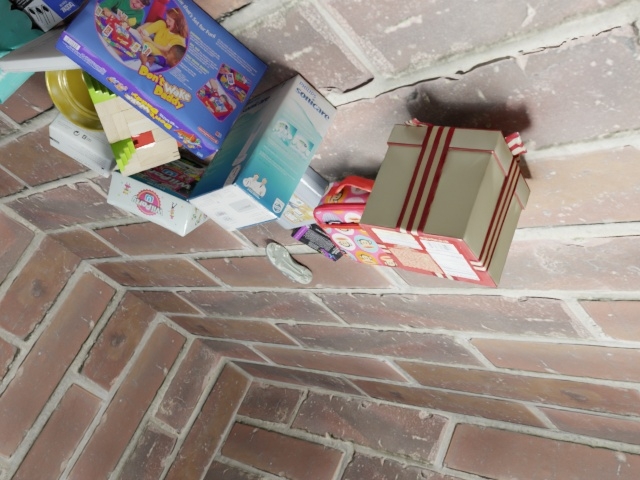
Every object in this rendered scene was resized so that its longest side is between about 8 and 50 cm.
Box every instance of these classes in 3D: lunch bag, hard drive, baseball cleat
[{"bbox_3d":[0.135,-0.052,1.611,0.293,0.120,0.258,2,142,42],"label":"lunch bag"},{"bbox_3d":[-0.538,-0.429,1.489,0.307,0.203,0.040,8,132,36],"label":"hard drive"},{"bbox_3d":[-0.121,0.080,2.246,0.206,0.072,0.109,44,158,-26],"label":"baseball cleat"}]

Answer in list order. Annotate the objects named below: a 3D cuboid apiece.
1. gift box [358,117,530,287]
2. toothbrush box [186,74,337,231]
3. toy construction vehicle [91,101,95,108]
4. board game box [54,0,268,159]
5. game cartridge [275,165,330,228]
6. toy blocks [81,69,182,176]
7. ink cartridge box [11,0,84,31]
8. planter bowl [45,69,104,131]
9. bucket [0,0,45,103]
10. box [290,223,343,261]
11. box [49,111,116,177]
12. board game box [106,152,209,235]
[{"bbox_3d":[0.249,-0.089,1.302,0.255,0.258,0.276,12,160,31],"label":"gift box"},{"bbox_3d":[-0.124,-0.182,1.452,0.126,0.296,0.216,38,153,-26],"label":"toothbrush box"},{"bbox_3d":[-0.566,-0.370,1.774,0.085,0.098,0.035,10,160,-17],"label":"toy construction vehicle"},{"bbox_3d":[-0.300,-0.361,1.346,0.347,0.233,0.078,38,153,-23],"label":"board game box"},{"bbox_3d":[-0.082,-0.119,1.834,0.198,0.062,0.297,34,155,-26],"label":"game cartridge"},{"bbox_3d":[-0.365,-0.297,1.544,0.381,0.261,0.191,96,150,-64],"label":"toy blocks"},{"bbox_3d":[-0.605,-0.540,1.522,0.207,0.046,0.097,-3,143,48],"label":"ink cartridge box"},{"bbox_3d":[-0.561,-0.387,1.693,0.217,0.090,0.217,11,127,15],"label":"planter bowl"},{"bbox_3d":[-0.811,-0.476,1.636,0.281,0.183,0.281,30,165,9],"label":"bucket"},{"bbox_3d":[0.000,0.000,2.015,0.162,0.029,0.116,31,156,-7],"label":"box"},{"bbox_3d":[-0.597,-0.301,1.827,0.181,0.182,0.119,30,155,-8],"label":"box"},{"bbox_3d":[-0.389,-0.137,1.826,0.224,0.303,0.097,23,113,6],"label":"board game box"}]
